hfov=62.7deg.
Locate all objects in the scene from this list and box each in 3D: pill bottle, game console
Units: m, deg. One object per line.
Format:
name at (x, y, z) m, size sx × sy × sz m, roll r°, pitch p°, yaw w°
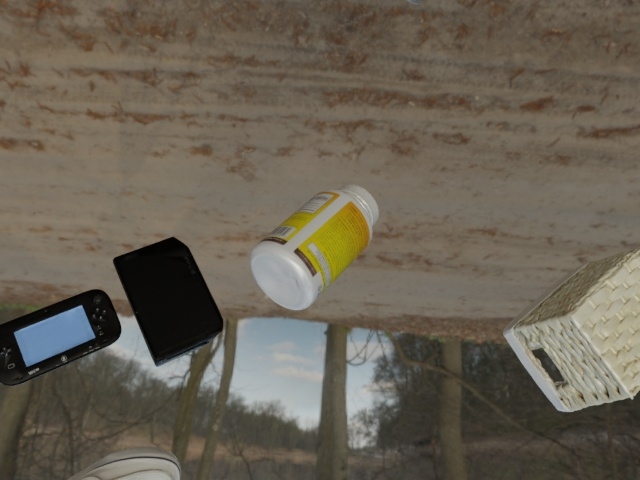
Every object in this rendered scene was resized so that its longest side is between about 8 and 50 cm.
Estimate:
pill bottle at (0.000, 0.000, 0.805) m, size 0.117 × 0.215 × 0.117 m, roll 26°, pitch 138°, yaw 26°
game console at (-0.366, 0.142, 0.902) m, size 0.361 × 0.213 × 0.044 m, roll -23°, pitch 158°, yaw -21°

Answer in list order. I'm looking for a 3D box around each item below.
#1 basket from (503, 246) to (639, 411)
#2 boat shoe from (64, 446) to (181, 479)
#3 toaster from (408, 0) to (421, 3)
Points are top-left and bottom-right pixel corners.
basket at (0.311, 0.094, 0.582) m, size 0.167 × 0.113 × 0.103 m, roll -30°, pitch 170°, yaw -28°
boat shoe at (-0.284, 0.319, 0.603) m, size 0.267 × 0.096 × 0.088 m, roll -3°, pitch -172°, yaw -34°
toaster at (0.049, -0.242, 0.250) m, size 0.186 × 0.110 × 0.168 m, roll 33°, pitch 135°, yaw -19°
